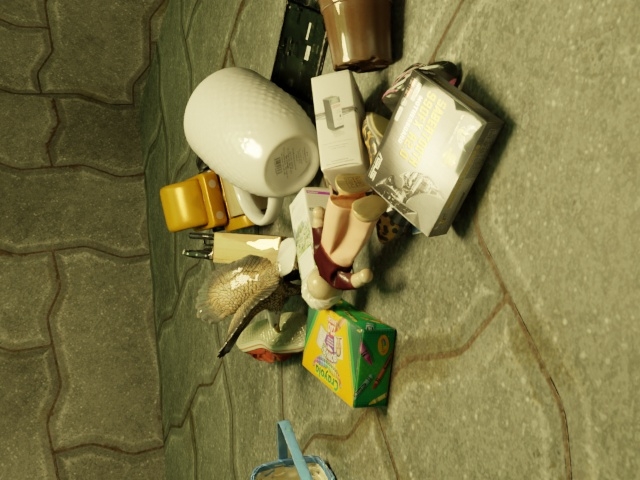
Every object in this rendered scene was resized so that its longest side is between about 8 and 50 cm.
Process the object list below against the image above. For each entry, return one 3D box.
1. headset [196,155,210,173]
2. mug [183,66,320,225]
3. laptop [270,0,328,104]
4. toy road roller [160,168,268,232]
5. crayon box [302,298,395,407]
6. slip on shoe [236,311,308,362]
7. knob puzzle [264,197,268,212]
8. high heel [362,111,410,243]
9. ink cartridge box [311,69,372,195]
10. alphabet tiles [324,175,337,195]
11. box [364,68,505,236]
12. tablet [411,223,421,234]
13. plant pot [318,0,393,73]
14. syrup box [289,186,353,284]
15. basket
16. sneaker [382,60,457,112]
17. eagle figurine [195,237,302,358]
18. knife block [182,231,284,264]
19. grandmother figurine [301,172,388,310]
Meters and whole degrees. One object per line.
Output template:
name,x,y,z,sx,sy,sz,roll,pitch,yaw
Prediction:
headset,-0.367,-0.201,2.489,0.394,0.185,0.244,-35,55,47
mug,-0.160,-0.217,1.928,0.328,0.276,0.374,41,136,43
laptop,-0.044,-0.519,1.999,0.264,0.136,0.234,32,121,34
toy road roller,-0.324,-0.117,2.209,0.329,0.240,0.203,-11,93,58
crayon box,0.054,0.234,1.616,0.278,0.081,0.166,-158,72,-65
slip on shoe,-0.101,0.264,1.961,0.331,0.101,0.123,-18,34,53
knob puzzle,-0.146,-0.200,2.178,0.213,0.030,0.213,-177,90,-66
high heel,0.115,-0.128,1.495,0.261,0.093,0.186,63,140,43
ink cartridge box,0.050,-0.223,1.575,0.158,0.092,0.218,51,-148,-67
alphabet tiles,0.031,-0.134,1.651,0.198,0.009,0.237,53,-153,-66
box,0.189,-0.150,1.292,0.183,0.056,0.231,47,128,34
tablet,0.196,-0.043,1.416,0.083,0.006,0.054,164,107,-65
plant pot,0.080,-0.440,1.545,0.167,0.166,0.165,172,93,-66
syrup box,0.000,0.000,1.744,0.093,0.096,0.237,132,136,-53
basket,-0.049,0.581,1.667,0.255,0.201,0.289,-120,30,-52
sneaker,0.186,-0.305,1.393,0.178,0.072,0.077,-10,48,53
eagle figurine,-0.153,0.142,1.835,0.226,0.298,0.225,126,126,-73
knife block,-0.256,0.023,2.142,0.275,0.242,0.088,-173,85,-66
grandmother figurine,0.031,0.018,1.514,0.342,0.104,0.208,109,147,-45
